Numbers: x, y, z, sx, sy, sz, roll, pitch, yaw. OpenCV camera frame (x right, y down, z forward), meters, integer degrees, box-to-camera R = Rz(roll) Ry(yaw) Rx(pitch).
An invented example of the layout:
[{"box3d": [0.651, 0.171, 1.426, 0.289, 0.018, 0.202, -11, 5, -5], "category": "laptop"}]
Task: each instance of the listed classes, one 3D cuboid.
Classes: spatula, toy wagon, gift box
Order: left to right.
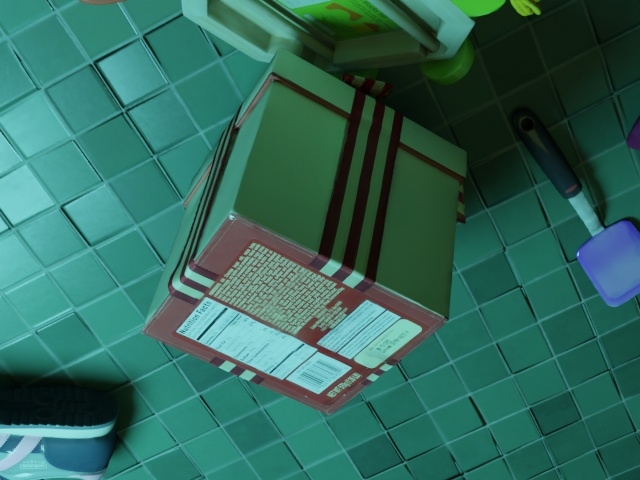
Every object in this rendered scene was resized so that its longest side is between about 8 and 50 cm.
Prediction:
[{"box3d": [0.000, 0.000, 0.908, 0.276, 0.258, 0.255, 29, 136, -20], "category": "gift box"}, {"box3d": [0.037, -0.218, 0.803, 0.267, 0.344, 0.068, 22, 73, -48], "category": "toy wagon"}, {"box3d": [0.313, -0.043, 1.073, 0.084, 0.030, 0.296, -35, 115, 11], "category": "spatula"}]

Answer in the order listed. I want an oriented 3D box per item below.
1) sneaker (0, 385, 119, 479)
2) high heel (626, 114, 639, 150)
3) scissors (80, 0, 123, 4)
[{"box3d": [-0.416, 0.252, 1.104, 0.319, 0.112, 0.131, 7, 114, -8], "category": "sneaker"}, {"box3d": [0.481, -0.115, 1.042, 0.244, 0.082, 0.117, 11, 145, -25], "category": "high heel"}, {"box3d": [-0.301, -0.258, 0.878, 0.297, 0.021, 0.109, -20, 121, -5], "category": "scissors"}]
